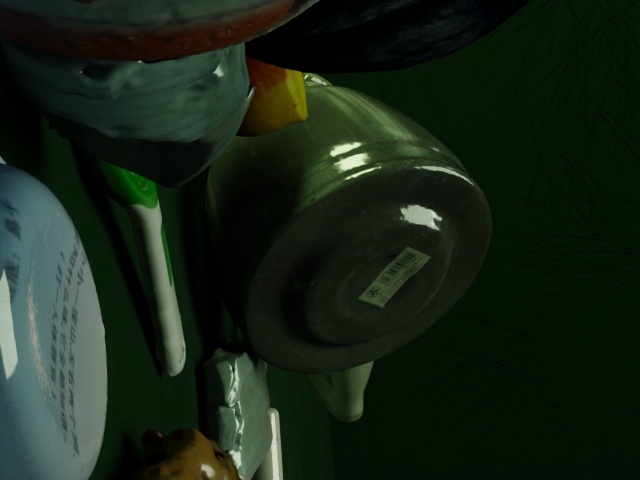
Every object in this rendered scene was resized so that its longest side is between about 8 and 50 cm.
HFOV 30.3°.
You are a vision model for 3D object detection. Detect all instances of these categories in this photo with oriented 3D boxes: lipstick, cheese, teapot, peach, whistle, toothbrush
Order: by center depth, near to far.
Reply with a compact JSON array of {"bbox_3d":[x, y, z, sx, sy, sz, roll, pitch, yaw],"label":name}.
[{"bbox_3d":[-0.110,0.018,0.359,0.245,0.052,0.135,78,5,-59],"label":"cheese"},{"bbox_3d":[-0.067,-0.101,0.397,0.348,0.189,0.189,107,-17,-60],"label":"whistle"},{"bbox_3d":[-0.112,-0.040,0.647,0.418,0.040,0.042,89,1,-53],"label":"toothbrush"},{"bbox_3d":[-0.065,-0.147,0.894,0.151,0.118,0.151,6,-82,53],"label":"peach"},{"bbox_3d":[0.017,-0.015,1.097,0.321,0.239,0.239,52,5,-49],"label":"teapot"},{"bbox_3d":[-0.057,0.241,1.199,0.040,0.040,0.141,72,13,-78],"label":"lipstick"}]

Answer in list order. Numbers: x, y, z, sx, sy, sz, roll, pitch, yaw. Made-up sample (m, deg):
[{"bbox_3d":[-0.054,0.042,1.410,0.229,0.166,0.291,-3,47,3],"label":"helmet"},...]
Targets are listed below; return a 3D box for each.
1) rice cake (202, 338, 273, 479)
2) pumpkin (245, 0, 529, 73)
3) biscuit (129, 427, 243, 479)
[{"bbox_3d":[-0.073,0.150,1.047,0.211,0.038,0.124,-62,148,-84],"label":"rice cake"},{"bbox_3d":[0.004,-0.266,0.640,0.363,0.266,0.363,-7,90,-70],"label":"pumpkin"},{"bbox_3d":[-0.063,0.273,0.654,0.289,0.081,0.334,80,7,-52],"label":"biscuit"}]
